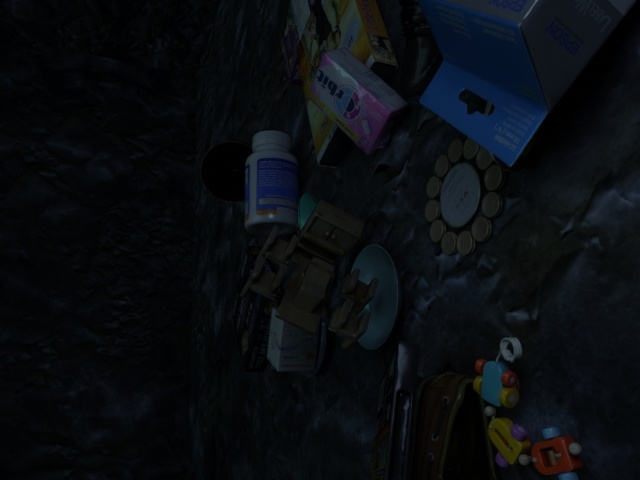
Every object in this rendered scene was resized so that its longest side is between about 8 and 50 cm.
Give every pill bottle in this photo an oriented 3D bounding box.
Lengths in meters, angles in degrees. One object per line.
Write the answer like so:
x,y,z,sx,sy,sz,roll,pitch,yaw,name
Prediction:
-0.135,-0.161,1.473,0.152,0.152,0.271,148,124,-63,pill bottle

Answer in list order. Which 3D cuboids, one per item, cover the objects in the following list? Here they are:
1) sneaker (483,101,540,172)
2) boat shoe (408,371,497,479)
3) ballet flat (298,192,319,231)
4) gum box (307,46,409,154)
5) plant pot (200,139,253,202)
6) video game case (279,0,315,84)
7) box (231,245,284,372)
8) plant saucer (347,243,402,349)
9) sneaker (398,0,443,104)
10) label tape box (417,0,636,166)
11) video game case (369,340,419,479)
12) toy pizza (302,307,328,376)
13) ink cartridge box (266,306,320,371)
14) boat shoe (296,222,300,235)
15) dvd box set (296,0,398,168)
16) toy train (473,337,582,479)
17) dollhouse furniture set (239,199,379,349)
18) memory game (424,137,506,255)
0.254,-0.178,0.647,0.084,0.070,0.185,-177,91,-73,sneaker
0.171,0.329,0.684,0.104,0.111,0.307,143,128,-62,boat shoe
0.000,0.000,1.232,0.087,0.083,0.247,-14,71,41,ballet flat
0.072,-0.265,1.008,0.188,0.062,0.107,46,140,15,gum box
-0.304,-0.270,1.871,0.230,0.216,0.215,-103,25,-68,plant pot
-0.060,-0.608,1.529,0.210,0.042,0.232,122,145,-48,video game case
-0.208,0.213,1.679,0.293,0.073,0.295,-122,43,-54,box
0.107,0.104,0.981,0.195,0.038,0.194,-176,90,-67,plant saucer
0.161,-0.390,0.824,0.125,0.140,0.340,-141,58,-61,sneaker
0.221,-0.287,0.590,0.333,0.106,0.240,-57,31,19,label tape box
0.099,0.300,0.754,0.275,0.035,0.248,87,-167,-65,video game case
-0.018,0.225,1.266,0.201,0.032,0.201,-175,90,-69,toy pizza
-0.063,0.233,1.206,0.090,0.092,0.143,-161,76,-67,ink cartridge box
-0.042,-0.027,1.362,0.049,0.043,0.136,-176,93,-69,boat shoe
0.041,-0.424,1.222,0.307,0.062,0.420,123,145,-49,dvd box set
0.246,0.203,0.621,0.125,0.046,0.166,124,141,-47,toy train
-0.019,0.071,0.986,0.161,0.212,0.242,-55,10,47,dollhouse furniture set
0.213,-0.066,0.796,0.186,0.012,0.186,-175,90,-68,memory game
